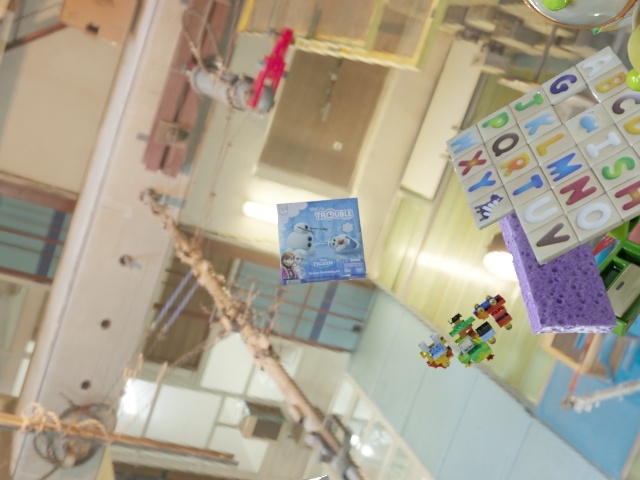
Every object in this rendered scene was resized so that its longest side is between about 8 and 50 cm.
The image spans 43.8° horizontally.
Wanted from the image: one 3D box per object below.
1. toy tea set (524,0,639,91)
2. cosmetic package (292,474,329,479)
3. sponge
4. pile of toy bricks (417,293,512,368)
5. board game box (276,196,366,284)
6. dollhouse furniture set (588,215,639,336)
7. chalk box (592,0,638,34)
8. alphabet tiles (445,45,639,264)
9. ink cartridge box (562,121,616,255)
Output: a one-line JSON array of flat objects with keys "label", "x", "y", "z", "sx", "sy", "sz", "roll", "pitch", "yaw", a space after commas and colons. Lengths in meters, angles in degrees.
[{"label": "toy tea set", "x": 0.261, "y": -0.195, "z": 0.484, "sx": 0.200, "sy": 0.124, "sz": 0.336, "roll": 41, "pitch": 152, "yaw": -6}, {"label": "cosmetic package", "x": -0.064, "y": 0.553, "z": 1.389, "sx": 0.138, "sy": 0.224, "sz": 0.224, "roll": -15, "pitch": 172, "yaw": 25}, {"label": "sponge", "x": 0.327, "y": 0.032, "z": 1.115, "sx": 0.117, "sy": 0.210, "sz": 0.031, "roll": -1, "pitch": 149, "yaw": -14}, {"label": "pile of toy bricks", "x": 0.324, "y": 0.216, "z": 1.675, "sx": 0.105, "sy": 0.212, "sz": 0.118, "roll": 53, "pitch": -179, "yaw": -20}, {"label": "board game box", "x": 0.000, "y": 0.000, "z": 0.856, "sx": 0.090, "sy": 0.090, "sz": 0.020, "roll": -5, "pitch": 157, "yaw": -2}, {"label": "dollhouse furniture set", "x": 0.541, "y": 0.067, "z": 1.171, "sx": 0.302, "sy": 0.151, "sz": 0.197, "roll": 31, "pitch": 153, "yaw": 35}, {"label": "chalk box", "x": 0.529, "y": -0.506, "z": 1.429, "sx": 0.132, "sy": 0.213, "sz": 0.132, "roll": -17, "pitch": 162, "yaw": -10}, {"label": "alphabet tiles", "x": 0.232, "y": -0.082, "z": 0.774, "sx": 0.009, "sy": 0.198, "sz": 0.237, "roll": 48, "pitch": -159, "yaw": -34}, {"label": "ink cartridge box", "x": 0.495, "y": -0.110, "z": 1.691, "sx": 0.114, "sy": 0.272, "sz": 0.197, "roll": -30, "pitch": -156, "yaw": -28}]
